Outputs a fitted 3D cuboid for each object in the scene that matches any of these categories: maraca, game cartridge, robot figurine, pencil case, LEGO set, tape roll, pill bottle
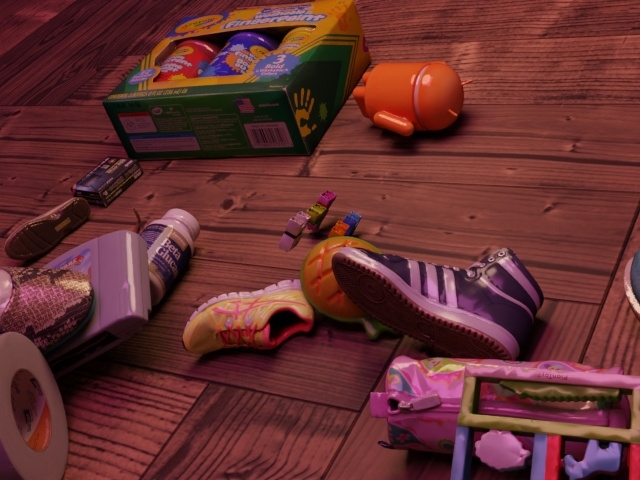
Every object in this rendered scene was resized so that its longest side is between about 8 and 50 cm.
[{"bbox_3d":[0.054,0.066,1.328,0.186,0.099,0.127,34,80,22],"label":"maraca"},{"bbox_3d":[-0.396,0.110,1.433,0.297,0.062,0.198,-29,51,18],"label":"game cartridge"},{"bbox_3d":[0.170,-0.265,1.692,0.219,0.128,0.158,8,16,35],"label":"robot figurine"},{"bbox_3d":[0.206,0.195,1.050,0.284,0.124,0.124,1,40,23],"label":"pencil case"},{"bbox_3d":[0.000,0.000,1.452,0.087,0.093,0.227,29,19,7],"label":"LEGO set"},{"bbox_3d":[-0.419,0.237,1.225,0.072,0.219,0.219,-17,35,5],"label":"tape roll"},{"bbox_3d":[-0.272,0.024,1.549,0.094,0.094,0.169,1,40,28],"label":"pill bottle"}]

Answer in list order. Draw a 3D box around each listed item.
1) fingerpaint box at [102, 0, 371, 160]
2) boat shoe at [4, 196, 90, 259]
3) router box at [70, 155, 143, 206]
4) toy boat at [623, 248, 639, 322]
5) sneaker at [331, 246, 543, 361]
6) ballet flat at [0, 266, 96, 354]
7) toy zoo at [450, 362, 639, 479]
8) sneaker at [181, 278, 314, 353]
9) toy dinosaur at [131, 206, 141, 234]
[{"bbox_3d":[-0.170,-0.343,1.934,0.445,0.163,0.371,2,40,28],"label":"fingerpaint box"},{"bbox_3d":[-0.538,-0.021,1.781,0.072,0.068,0.190,2,29,48],"label":"boat shoe"},{"bbox_3d":[-0.439,-0.123,1.880,0.092,0.038,0.122,9,44,35],"label":"router box"},{"bbox_3d":[0.525,0.017,1.111,0.267,0.148,0.318,19,51,43],"label":"toy boat"},{"bbox_3d":[0.164,0.057,1.242,0.282,0.099,0.153,28,55,21],"label":"sneaker"},{"bbox_3d":[-0.572,0.136,1.381,0.483,0.182,0.164,-21,50,25],"label":"ballet flat"},{"bbox_3d":[0.222,0.274,0.917,0.192,0.030,0.293,1,67,24],"label":"toy zoo"},{"bbox_3d":[-0.103,0.125,1.341,0.208,0.081,0.094,-21,37,-1],"label":"sneaker"},{"bbox_3d":[-0.341,0.020,1.587,0.211,0.064,0.112,-53,12,19],"label":"toy dinosaur"}]
